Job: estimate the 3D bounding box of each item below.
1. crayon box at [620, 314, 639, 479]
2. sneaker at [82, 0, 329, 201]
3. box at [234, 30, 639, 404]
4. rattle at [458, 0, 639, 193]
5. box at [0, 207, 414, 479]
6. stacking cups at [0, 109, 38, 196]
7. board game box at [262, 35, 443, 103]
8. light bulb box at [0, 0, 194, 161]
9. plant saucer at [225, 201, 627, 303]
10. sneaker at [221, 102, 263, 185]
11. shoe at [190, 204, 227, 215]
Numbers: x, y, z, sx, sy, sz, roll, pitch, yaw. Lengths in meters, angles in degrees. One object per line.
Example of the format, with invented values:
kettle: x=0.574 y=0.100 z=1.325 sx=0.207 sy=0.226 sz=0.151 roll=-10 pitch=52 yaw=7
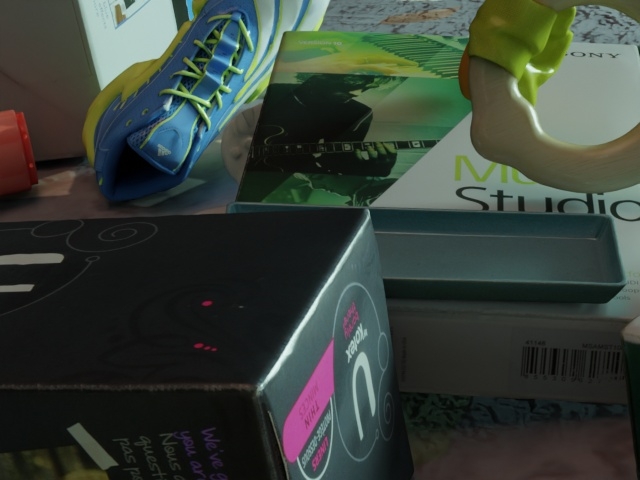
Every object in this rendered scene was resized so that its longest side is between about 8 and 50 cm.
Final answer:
crayon box: x=0.317 y=0.054 z=0.633 sx=0.323 sy=0.083 sz=0.203 roll=9 pitch=29 yaw=40
sneaker: x=-0.080 y=-0.108 z=1.121 sx=0.240 sy=0.091 sz=0.126 roll=-41 pitch=29 yaw=25
box: x=0.074 y=-0.028 z=0.868 sx=0.232 sy=0.058 sz=0.322 roll=3 pitch=30 yaw=4
rattle: x=0.179 y=-0.081 z=0.840 sx=0.200 sy=0.130 sz=0.143 roll=-2 pitch=-16 yaw=2
box: x=-0.114 y=0.083 z=0.673 sx=0.270 sy=0.143 sz=0.165 roll=-2 pitch=24 yaw=18
stacking cups: x=-0.373 y=-0.044 z=1.147 sx=0.316 sy=0.096 sz=0.096 roll=-16 pitch=23 yaw=-11
board game box: x=0.026 y=-0.111 z=1.202 sx=0.092 sy=0.043 sz=0.181 roll=1 pitch=25 yaw=27
light bulb box: x=-0.313 y=-0.224 z=1.382 sx=0.358 sy=0.225 sz=0.361 roll=-5 pitch=22 yaw=15
plant saucer: x=0.047 y=0.007 z=0.743 sx=0.192 sy=0.018 sz=0.067 roll=1 pitch=32 yaw=3
sneaker: x=0.049 y=-0.072 z=1.071 sx=0.235 sy=0.090 sz=0.095 roll=-6 pitch=11 yaw=1
shoe: x=0.000 y=0.000 z=0.937 sx=0.178 sy=0.063 sz=0.081 roll=-21 pitch=35 yaw=-28
